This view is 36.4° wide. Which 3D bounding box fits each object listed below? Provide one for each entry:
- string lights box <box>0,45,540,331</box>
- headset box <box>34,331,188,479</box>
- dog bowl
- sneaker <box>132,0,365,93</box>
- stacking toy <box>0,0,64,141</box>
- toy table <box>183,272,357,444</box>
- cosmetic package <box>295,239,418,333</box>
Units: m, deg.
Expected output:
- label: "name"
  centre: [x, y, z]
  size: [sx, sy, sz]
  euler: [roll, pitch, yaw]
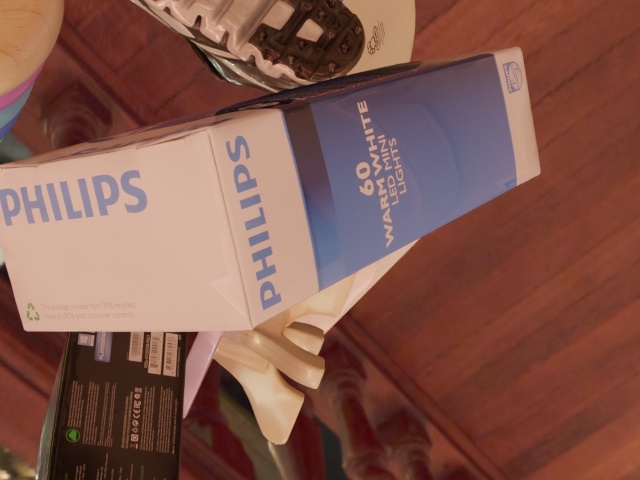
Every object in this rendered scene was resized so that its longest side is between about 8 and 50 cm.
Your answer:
- label: "string lights box"
  centre: [-0.010, -0.034, 0.470]
  size: [0.133, 0.260, 0.076]
  euler: [-4, 103, 37]
- label: "headset box"
  centre: [-0.244, 0.255, 1.084]
  size: [0.131, 0.246, 0.283]
  euler: [10, 145, -16]
- label: "dog bowl"
  centre: [0.038, -0.300, 1.440]
  size: [0.104, 0.265, 0.264]
  euler: [14, 126, 28]
- label: "sneaker"
  centre: [-0.077, -0.162, 0.678]
  size: [0.234, 0.106, 0.078]
  euler: [33, 74, 7]
- label: "stacking toy"
  centre: [-0.263, -0.092, 0.670]
  size: [0.141, 0.141, 0.330]
  euler: [10, 159, -17]
- label: "toy table"
  centre: [-0.073, 0.126, 1.275]
  size: [0.161, 0.252, 0.274]
  euler: [23, 107, -2]
- label: "cosmetic package"
  centre: [0.000, 0.000, 1.804]
  size: [0.377, 0.097, 0.284]
  euler: [-45, 134, 3]
